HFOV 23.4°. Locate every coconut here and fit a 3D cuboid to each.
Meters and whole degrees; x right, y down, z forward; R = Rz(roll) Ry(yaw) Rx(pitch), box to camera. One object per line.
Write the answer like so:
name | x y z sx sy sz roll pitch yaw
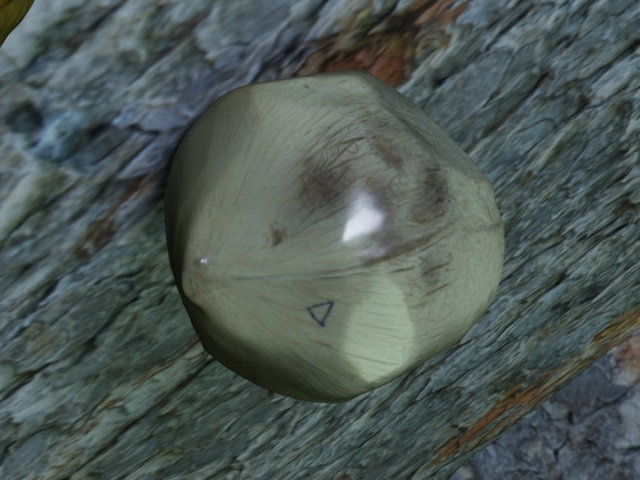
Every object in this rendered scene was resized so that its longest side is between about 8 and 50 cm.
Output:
coconut | 0.000 0.000 0.968 0.224 0.224 0.224 -30 158 -13

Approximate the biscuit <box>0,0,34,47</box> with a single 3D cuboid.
biscuit | -0.184 -0.056 0.652 0.203 0.041 0.260 -29 -158 47
